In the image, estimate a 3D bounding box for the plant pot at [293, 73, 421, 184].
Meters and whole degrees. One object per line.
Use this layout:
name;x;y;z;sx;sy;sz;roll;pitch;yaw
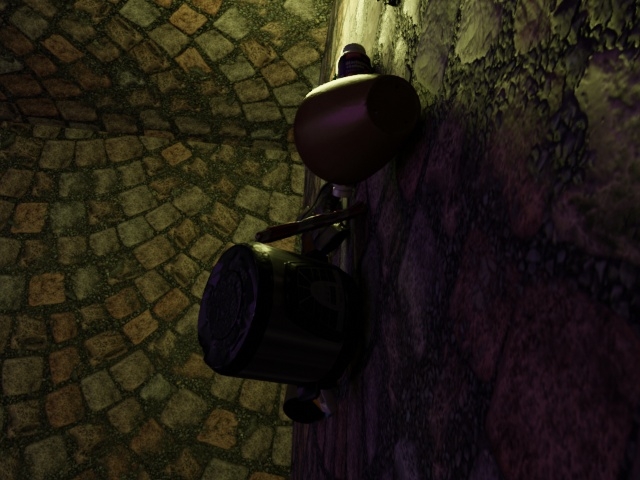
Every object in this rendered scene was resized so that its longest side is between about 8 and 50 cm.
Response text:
plant pot;0.094;-0.246;1.138;0.254;0.237;0.237;178;97;-69

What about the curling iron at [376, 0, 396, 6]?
curling iron;0.172;-0.676;1.492;0.274;0.035;0.068;-101;18;-68

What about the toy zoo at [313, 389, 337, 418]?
toy zoo;-0.022;0.455;1.806;0.192;0.030;0.293;-4;106;70

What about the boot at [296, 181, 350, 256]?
boot;0.044;-0.077;1.870;0.263;0.091;0.229;-49;39;7

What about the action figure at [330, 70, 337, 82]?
action figure;0.096;-0.548;1.793;0.063;0.137;0.232;110;174;-50

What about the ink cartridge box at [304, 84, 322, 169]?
ink cartridge box;0.040;-0.370;1.830;0.168;0.171;0.232;-91;9;-47

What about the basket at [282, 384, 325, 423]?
basket;-0.054;0.545;2.071;0.204;0.154;0.226;78;-168;-45

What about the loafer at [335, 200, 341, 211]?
loafer;0.044;-0.105;2.109;0.170;0.062;0.061;117;153;-77

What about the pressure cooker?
pressure cooker;-0.086;0.212;1.522;0.375;0.420;0.369;42;109;55

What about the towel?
towel;-0.039;-0.047;1.629;0.237;0.329;0.037;149;104;-82

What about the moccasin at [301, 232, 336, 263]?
moccasin;-0.001;0.003;2.153;0.380;0.147;0.139;97;-171;-55

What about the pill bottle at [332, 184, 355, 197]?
pill bottle;0.080;-0.212;1.767;0.078;0.078;0.137;-99;16;-67

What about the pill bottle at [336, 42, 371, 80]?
pill bottle;0.103;-0.510;1.662;0.108;0.108;0.193;104;169;-56
